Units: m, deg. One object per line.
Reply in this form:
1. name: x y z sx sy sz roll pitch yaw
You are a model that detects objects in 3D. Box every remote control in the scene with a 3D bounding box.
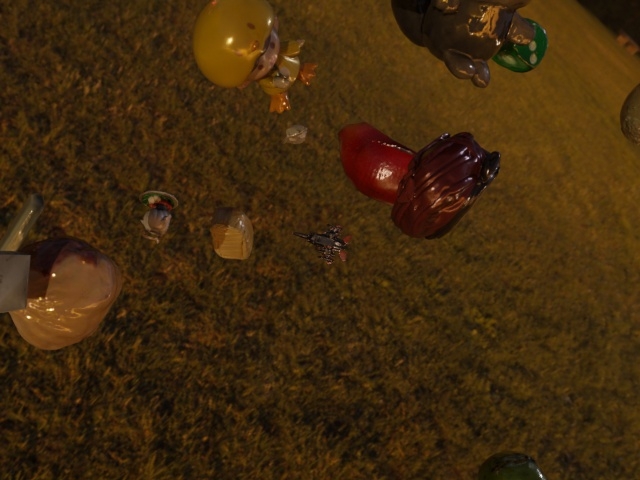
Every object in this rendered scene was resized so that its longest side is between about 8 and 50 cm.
1. remote control: -0.764 0.018 1.544 0.038 0.310 0.090 30 10 -34

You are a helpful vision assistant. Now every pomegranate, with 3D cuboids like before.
1. pomegranate: 0.369 0.492 1.266 0.122 0.169 0.143 49 24 11

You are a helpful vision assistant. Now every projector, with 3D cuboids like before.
1. projector: -0.637 0.078 1.203 0.147 0.061 0.115 0 98 -54

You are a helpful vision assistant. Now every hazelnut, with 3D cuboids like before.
1. hazelnut: -0.584 0.112 1.400 0.261 0.261 0.241 52 18 11

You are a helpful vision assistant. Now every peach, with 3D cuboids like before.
1. peach: 0.138 -0.181 1.497 0.267 0.159 0.154 35 4 8

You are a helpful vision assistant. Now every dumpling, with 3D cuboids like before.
1. dumpling: -0.066 -0.265 1.616 0.057 0.076 0.052 -54 141 -24

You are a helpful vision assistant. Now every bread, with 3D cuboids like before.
1. bread: -0.300 -0.027 2.152 0.139 0.236 0.106 6 60 3

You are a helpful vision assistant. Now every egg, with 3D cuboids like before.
1. egg: 0.762 -0.289 1.410 0.164 0.201 0.164 3 76 -14

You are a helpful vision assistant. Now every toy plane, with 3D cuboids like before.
1. toy plane: 0.000 0.000 2.006 0.189 0.130 0.061 16 -4 -3

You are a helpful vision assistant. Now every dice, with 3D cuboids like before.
1. dice: 0.584 -0.581 1.879 0.128 0.120 0.131 26 2 -30

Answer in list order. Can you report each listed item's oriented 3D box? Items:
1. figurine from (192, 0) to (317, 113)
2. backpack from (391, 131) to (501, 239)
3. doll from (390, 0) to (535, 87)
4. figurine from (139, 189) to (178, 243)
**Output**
1. figurine: -0.150 -0.425 1.470 0.187 0.215 0.343 25 -2 30
2. backpack: 0.215 -0.096 1.159 0.139 0.229 0.229 44 31 13
3. doll: 0.267 -0.531 1.217 0.252 0.383 0.378 -11 40 -42
4. figurine: -0.539 -0.074 2.066 0.132 0.132 0.154 21 59 -34
